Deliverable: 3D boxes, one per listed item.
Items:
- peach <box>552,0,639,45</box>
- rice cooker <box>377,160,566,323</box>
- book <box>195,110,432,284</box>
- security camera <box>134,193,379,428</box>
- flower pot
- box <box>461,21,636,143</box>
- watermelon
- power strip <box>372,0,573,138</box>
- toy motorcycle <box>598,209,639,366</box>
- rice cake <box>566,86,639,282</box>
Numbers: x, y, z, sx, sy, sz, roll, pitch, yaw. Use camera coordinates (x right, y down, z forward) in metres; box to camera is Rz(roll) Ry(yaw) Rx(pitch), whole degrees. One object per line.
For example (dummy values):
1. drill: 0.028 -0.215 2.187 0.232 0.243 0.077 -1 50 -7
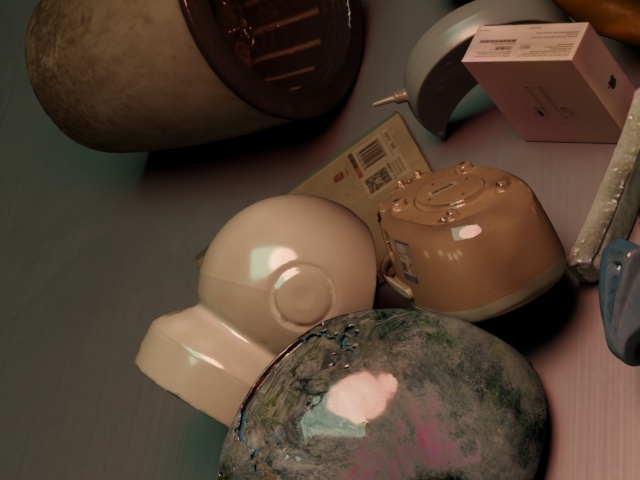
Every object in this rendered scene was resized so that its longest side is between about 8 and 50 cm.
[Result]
1. peach: 0.308 -0.352 1.516 0.289 0.289 0.308 -12 67 35
2. rice cooker: 0.134 0.003 1.475 0.145 0.127 0.206 -28 24 -16
3. book: 0.000 0.000 1.705 0.283 0.025 0.215 -36 39 11
4. security camera: -0.043 0.065 1.536 0.194 0.194 0.236 27 85 50
5. flower pot: -0.166 -0.242 1.865 0.330 0.293 0.293 -16 47 39
6. box: 0.226 -0.151 1.551 0.130 0.129 0.051 6 60 45
7. watermelon: 0.041 0.195 1.363 0.322 0.188 0.175 -52 31 -2
8. power strip: 0.153 -0.179 1.641 0.216 0.137 0.044 -30 55 15
9. toy motorcycle: 0.368 -0.013 1.268 0.416 0.172 0.232 -54 45 4
10. rice cake: 0.280 -0.055 1.489 0.034 0.043 0.211 8 62 39
